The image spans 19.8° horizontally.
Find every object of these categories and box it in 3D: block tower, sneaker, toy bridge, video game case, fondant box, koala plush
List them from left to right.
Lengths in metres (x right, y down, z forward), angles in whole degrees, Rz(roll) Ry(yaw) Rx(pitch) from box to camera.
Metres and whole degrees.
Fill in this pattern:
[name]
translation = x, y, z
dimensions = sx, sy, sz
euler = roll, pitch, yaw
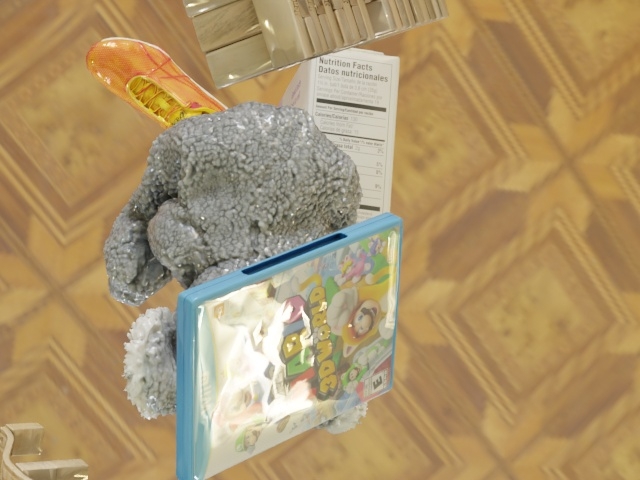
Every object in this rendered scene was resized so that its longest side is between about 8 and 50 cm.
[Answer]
[toy bridge]
translation = -0.214, 0.188, 1.445
dimensions = 0.063, 0.188, 0.026
euler = 1, 106, -33
[sneaker]
translation = -0.148, -0.140, 1.782
dimensions = 0.175, 0.067, 0.064
euler = 30, 106, -19
[koala plush]
translation = -0.056, 0.038, 1.293
dimensions = 0.196, 0.221, 0.203
euler = 10, 140, -8
[video game case]
translation = -0.016, 0.060, 1.059
dimensions = 0.166, 0.015, 0.119
euler = -21, 125, -40
[block tower]
translation = 0.000, -0.197, 1.508
dimensions = 0.097, 0.335, 0.091
euler = -17, 94, 24
[fondant box]
translation = 0.000, 0.000, 1.846
dimensions = 0.096, 0.238, 0.330
euler = 8, 74, -10
